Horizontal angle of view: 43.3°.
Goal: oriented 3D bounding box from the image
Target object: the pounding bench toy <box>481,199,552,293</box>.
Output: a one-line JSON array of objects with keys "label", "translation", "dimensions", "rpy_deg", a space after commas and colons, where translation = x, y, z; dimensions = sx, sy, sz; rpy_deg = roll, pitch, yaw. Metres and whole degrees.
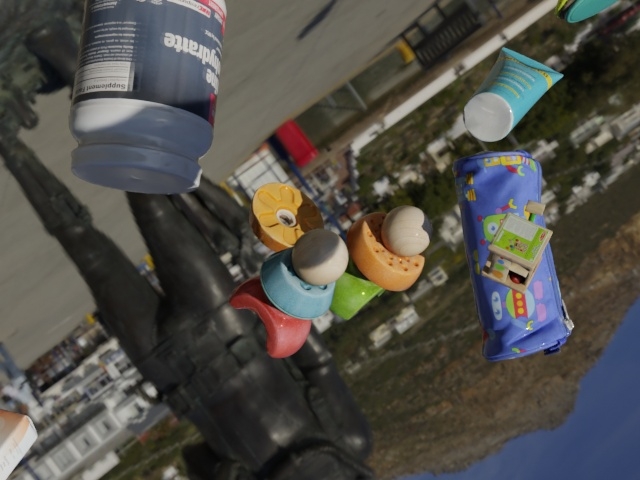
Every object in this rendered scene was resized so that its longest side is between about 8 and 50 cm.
[{"label": "pounding bench toy", "translation": [0.218, 0.004, 0.875], "dimensions": [0.083, 0.052, 0.065], "rpy_deg": [-56, 161, -26]}]

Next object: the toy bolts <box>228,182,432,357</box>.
[{"label": "toy bolts", "translation": [0.000, 0.000, 0.926], "dimensions": [0.228, 0.218, 0.158], "rpy_deg": [-36, 170, -47]}]

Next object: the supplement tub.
[{"label": "supplement tub", "translation": [-0.232, -0.213, 1.083], "dimensions": [0.191, 0.272, 0.191], "rpy_deg": [4, 171, 1]}]

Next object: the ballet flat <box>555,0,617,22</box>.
[{"label": "ballet flat", "translation": [0.297, -0.277, 0.730], "dimensions": [0.230, 0.077, 0.077], "rpy_deg": [-29, 165, -4]}]

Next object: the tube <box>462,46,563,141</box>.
[{"label": "tube", "translation": [0.213, -0.169, 0.895], "dimensions": [0.207, 0.080, 0.052], "rpy_deg": [-47, 166, -52]}]

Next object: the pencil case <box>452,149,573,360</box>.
[{"label": "pencil case", "translation": [0.272, 0.020, 1.145], "dimensions": [0.133, 0.306, 0.119], "rpy_deg": [-11, 176, 25]}]

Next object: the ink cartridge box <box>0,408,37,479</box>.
[{"label": "ink cartridge box", "translation": [-0.419, 0.253, 0.869], "dimensions": [0.145, 0.045, 0.179], "rpy_deg": [7, -141, 21]}]
